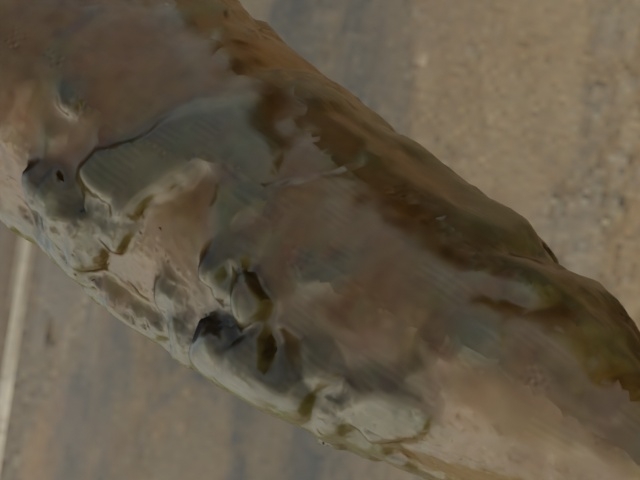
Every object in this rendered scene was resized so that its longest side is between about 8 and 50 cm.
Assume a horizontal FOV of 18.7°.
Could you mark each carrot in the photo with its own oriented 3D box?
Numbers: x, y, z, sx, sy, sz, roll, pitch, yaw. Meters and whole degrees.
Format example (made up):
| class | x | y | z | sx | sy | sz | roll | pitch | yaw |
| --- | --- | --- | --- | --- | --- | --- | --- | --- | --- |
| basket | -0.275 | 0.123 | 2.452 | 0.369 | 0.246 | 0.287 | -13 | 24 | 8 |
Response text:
| class | x | y | z | sx | sy | sz | roll | pitch | yaw |
| --- | --- | --- | --- | --- | --- | --- | --- | --- | --- |
| carrot | 0.000 | 0.000 | 0.499 | 0.263 | 0.102 | 0.101 | 33 | 115 | 35 |
